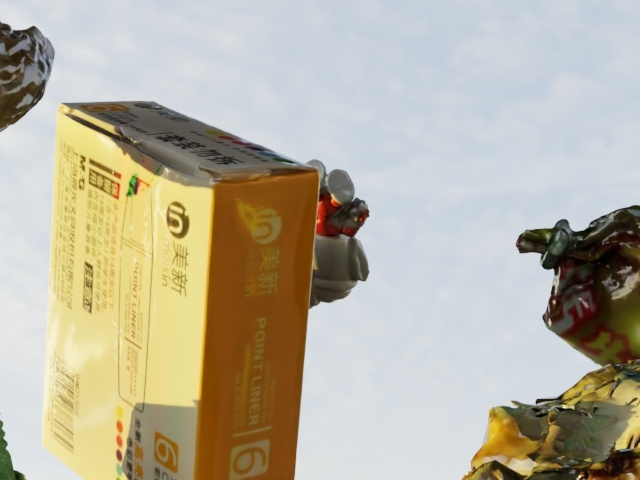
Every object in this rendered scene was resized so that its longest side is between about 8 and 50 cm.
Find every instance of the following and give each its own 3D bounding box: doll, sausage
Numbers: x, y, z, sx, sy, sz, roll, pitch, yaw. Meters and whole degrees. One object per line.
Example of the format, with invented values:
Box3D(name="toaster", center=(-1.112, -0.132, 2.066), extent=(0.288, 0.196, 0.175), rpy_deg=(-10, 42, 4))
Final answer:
Box3D(name="doll", center=(0.000, 0.000, 1.331), extent=(0.094, 0.079, 0.180), rpy_deg=(18, -38, 6))
Box3D(name="sausage", center=(0.269, 0.071, 1.044), extent=(0.317, 0.117, 0.125), rpy_deg=(32, -35, -9))

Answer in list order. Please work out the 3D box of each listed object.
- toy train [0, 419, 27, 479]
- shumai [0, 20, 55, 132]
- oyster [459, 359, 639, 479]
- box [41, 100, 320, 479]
Box3D(name="toy train", center=(-0.351, 0.201, 1.004), extent=(0.330, 0.138, 0.178), rpy_deg=(-1, -46, -24))
Box3D(name="shumai", center=(-0.253, -0.119, 0.975), extent=(0.161, 0.153, 0.209), rpy_deg=(-16, 18, 21))
Box3D(name="oyster", center=(0.169, 0.110, 0.566), extent=(0.198, 0.260, 0.092), rpy_deg=(-27, -45, -30))
Box3D(name="box", center=(-0.103, 0.054, 1.080), extent=(0.091, 0.273, 0.221), rpy_deg=(-8, 23, -36))
